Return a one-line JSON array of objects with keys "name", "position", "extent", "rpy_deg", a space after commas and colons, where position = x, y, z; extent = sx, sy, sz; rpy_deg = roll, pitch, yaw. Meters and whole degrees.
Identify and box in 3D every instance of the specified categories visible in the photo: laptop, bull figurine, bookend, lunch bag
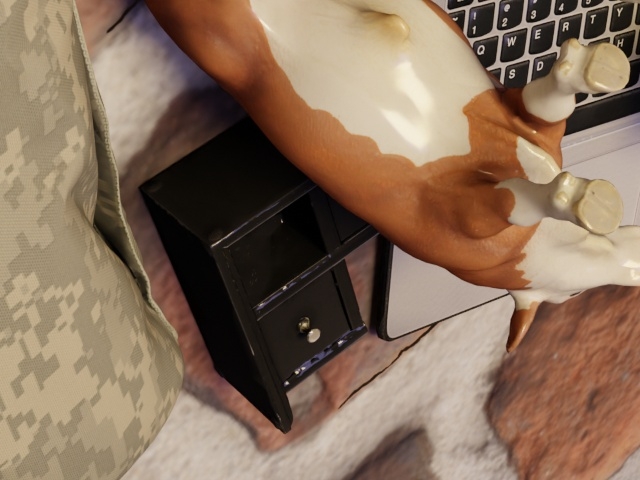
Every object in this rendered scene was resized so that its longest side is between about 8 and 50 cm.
[{"name": "laptop", "position": [0.262, -0.110, 0.847], "extent": [0.382, 0.236, 0.407], "rpy_deg": [-18, 128, -31]}, {"name": "bull figurine", "position": [0.048, -0.060, 0.663], "extent": [0.310, 0.188, 0.101], "rpy_deg": [36, 69, -10]}, {"name": "bookend", "position": [0.000, 0.000, 0.812], "extent": [0.156, 0.072, 0.157], "rpy_deg": [-35, 135, -19]}, {"name": "lunch bag", "position": [-0.189, 0.001, 0.544], "extent": [0.256, 0.212, 0.305], "rpy_deg": [-28, 133, -23]}]

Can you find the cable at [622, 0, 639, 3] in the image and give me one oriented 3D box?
[{"name": "cable", "position": [0.037, -0.186, 0.610], "extent": [0.139, 0.287, 0.072], "rpy_deg": [-46, 173, 15]}]
